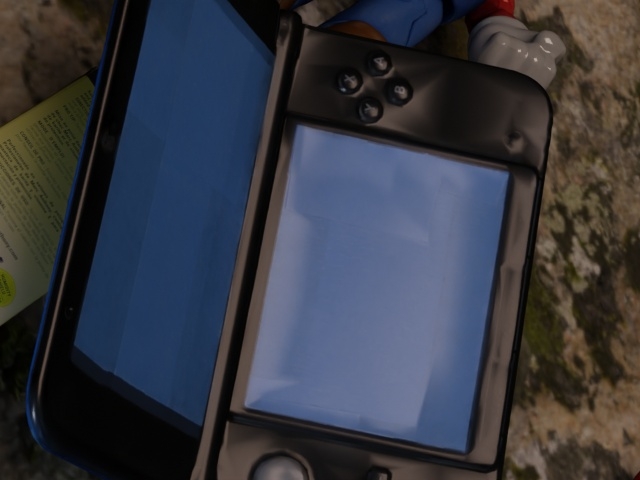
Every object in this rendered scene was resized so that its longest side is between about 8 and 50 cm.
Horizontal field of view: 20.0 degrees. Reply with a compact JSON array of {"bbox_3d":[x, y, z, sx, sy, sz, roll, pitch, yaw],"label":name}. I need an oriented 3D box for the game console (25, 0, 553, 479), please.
[{"bbox_3d":[0.000,0.000,0.927,0.250,0.173,0.293,12,73,-5],"label":"game console"}]

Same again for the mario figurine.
[{"bbox_3d":[0.101,-0.212,1.148,0.320,0.170,0.198,-36,131,-37],"label":"mario figurine"}]

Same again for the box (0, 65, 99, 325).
[{"bbox_3d":[-0.174,0.002,0.896,0.232,0.058,0.087,-41,101,-44],"label":"box"}]

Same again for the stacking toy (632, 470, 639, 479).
[{"bbox_3d":[0.189,0.245,1.071,0.141,0.141,0.330,53,41,-10],"label":"stacking toy"}]
